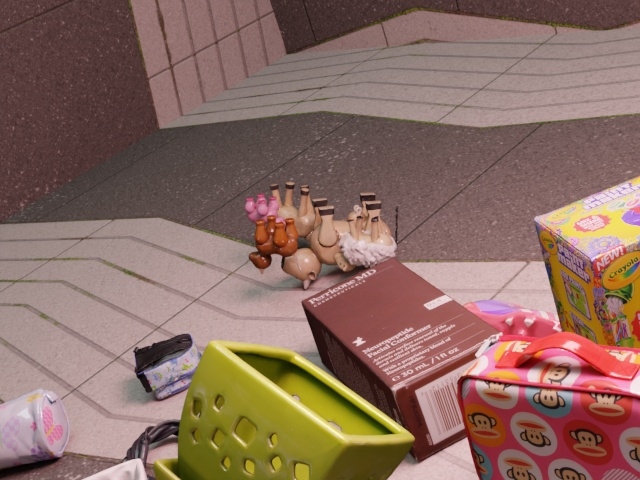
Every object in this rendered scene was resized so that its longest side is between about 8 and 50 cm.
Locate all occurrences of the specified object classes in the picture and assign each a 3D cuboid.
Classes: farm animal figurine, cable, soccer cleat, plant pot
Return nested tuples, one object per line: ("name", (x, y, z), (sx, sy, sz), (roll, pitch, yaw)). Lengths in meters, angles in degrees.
("farm animal figurine", (0.000, 0.000, 2.126), (0.327, 0.172, 0.330), (-2, 18, 9))
("cable", (-0.249, 0.351, 1.680), (0.151, 0.047, 0.184), (-29, 27, -10))
("soccer cleat", (0.321, 0.133, 1.677), (0.248, 0.083, 0.095), (3, 27, 46))
("plant pot", (-0.054, 0.271, 1.304), (0.227, 0.207, 0.228), (33, 5, 27))

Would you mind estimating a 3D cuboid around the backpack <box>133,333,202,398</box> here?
("backpack", (-0.272, 0.225, 1.910), (0.114, 0.084, 0.105), (-25, 24, -2))

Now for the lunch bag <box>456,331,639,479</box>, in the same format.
("lunch bag", (0.309, 0.220, 1.258), (0.293, 0.258, 0.120), (4, 32, 41))

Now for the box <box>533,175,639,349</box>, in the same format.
("box", (0.487, 0.062, 1.448), (0.290, 0.279, 0.177), (-22, 23, -6))

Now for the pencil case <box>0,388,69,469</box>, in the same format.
("pencil case", (-0.579, 0.344, 1.837), (0.273, 0.124, 0.113), (-13, -16, 10))

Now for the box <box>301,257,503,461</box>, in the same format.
("box", (0.133, 0.171, 1.659), (0.191, 0.143, 0.381), (-25, 22, -14))

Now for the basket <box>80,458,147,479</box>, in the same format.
("basket", (-0.314, 0.409, 1.514), (0.167, 0.103, 0.113), (-23, 24, -6))
